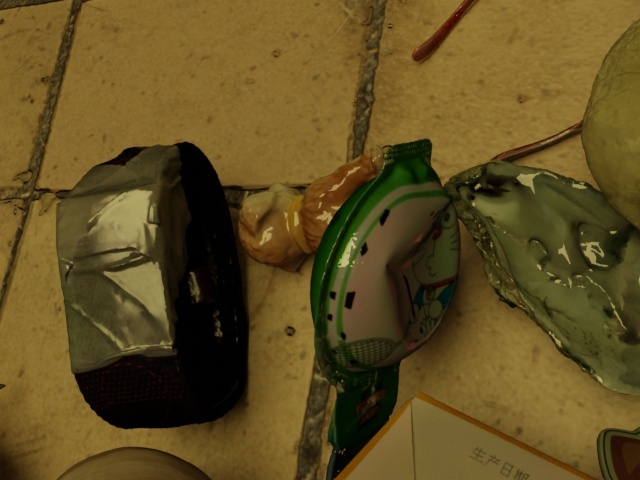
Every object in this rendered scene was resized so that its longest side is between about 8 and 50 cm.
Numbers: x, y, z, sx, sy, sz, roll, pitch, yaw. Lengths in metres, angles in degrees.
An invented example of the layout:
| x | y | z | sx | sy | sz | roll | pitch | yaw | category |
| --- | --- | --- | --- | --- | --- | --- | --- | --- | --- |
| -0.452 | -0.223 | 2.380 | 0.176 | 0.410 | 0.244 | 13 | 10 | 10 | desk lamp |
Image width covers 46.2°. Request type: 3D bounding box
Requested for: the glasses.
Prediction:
| x | y | z | sx | sy | sz | roll | pitch | yaw | category |
| --- | --- | --- | --- | --- | --- | --- | --- | --- | --- |
| 0.245 | -0.220 | 0.766 | 0.268 | 0.118 | 0.234 | -45 | 60 | 29 | glasses |

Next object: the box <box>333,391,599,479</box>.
| x | y | z | sx | sy | sz | roll | pitch | yaw | category |
| --- | --- | --- | --- | --- | --- | --- | --- | --- | --- |
| 0.110 | 0.301 | 0.499 | 0.283 | 0.259 | 0.214 | 21 | 127 | 31 | box |

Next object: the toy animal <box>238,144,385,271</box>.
| x | y | z | sx | sy | sz | roll | pitch | yaw | category |
| --- | --- | --- | --- | --- | --- | --- | --- | --- | --- |
| 0.003 | 0.012 | 0.770 | 0.185 | 0.104 | 0.184 | -13 | 76 | 17 | toy animal |

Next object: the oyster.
| x | y | z | sx | sy | sz | roll | pitch | yaw | category |
| --- | --- | --- | --- | --- | --- | --- | --- | --- | --- |
| 0.211 | 0.026 | 0.667 | 0.252 | 0.087 | 0.199 | 11 | 69 | 21 | oyster |

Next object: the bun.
| x | y | z | sx | sy | sz | roll | pitch | yaw | category |
| --- | --- | --- | --- | --- | --- | --- | --- | --- | --- |
| 0.329 | -0.099 | 0.592 | 0.220 | 0.134 | 0.221 | 0 | 87 | -1 | bun |

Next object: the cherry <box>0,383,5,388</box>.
| x | y | z | sx | sy | sz | roll | pitch | yaw | category |
| --- | --- | --- | --- | --- | --- | --- | --- | --- | --- |
| -0.506 | 0.338 | 0.803 | 0.326 | 0.291 | 0.335 | -30 | 65 | 34 | cherry |

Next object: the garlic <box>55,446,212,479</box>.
| x | y | z | sx | sy | sz | roll | pitch | yaw | category |
| --- | --- | --- | --- | --- | --- | --- | --- | --- | --- |
| -0.159 | 0.353 | 0.640 | 0.259 | 0.317 | 0.318 | 3 | 70 | -13 | garlic |

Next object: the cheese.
| x | y | z | sx | sy | sz | roll | pitch | yaw | category |
| --- | --- | --- | --- | --- | --- | --- | --- | --- | --- |
| 0.053 | 0.072 | 0.645 | 0.083 | 0.204 | 0.321 | 18 | 112 | 33 | cheese |

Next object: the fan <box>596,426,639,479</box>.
| x | y | z | sx | sy | sz | roll | pitch | yaw | category |
| --- | --- | --- | --- | --- | --- | --- | --- | --- | --- |
| 0.259 | 0.193 | 0.472 | 0.131 | 0.009 | 0.220 | 1 | 30 | 1 | fan |

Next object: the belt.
| x | y | z | sx | sy | sz | roll | pitch | yaw | category |
| --- | --- | --- | --- | --- | --- | --- | --- | --- | --- |
| -0.180 | 0.048 | 0.777 | 0.164 | 0.184 | 0.289 | -9 | 86 | 20 | belt |
